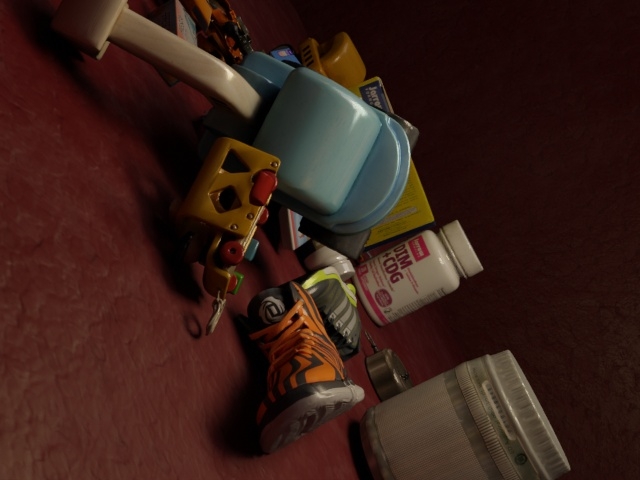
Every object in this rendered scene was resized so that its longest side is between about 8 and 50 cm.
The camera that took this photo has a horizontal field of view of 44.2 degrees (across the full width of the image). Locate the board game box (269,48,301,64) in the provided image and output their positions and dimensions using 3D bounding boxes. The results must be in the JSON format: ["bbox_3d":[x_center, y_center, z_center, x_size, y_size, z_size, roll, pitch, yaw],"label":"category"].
[{"bbox_3d":[-0.063,-0.237,1.530,0.160,0.047,0.210,56,-32,27],"label":"board game box"}]

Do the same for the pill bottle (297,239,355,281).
[{"bbox_3d":[0.000,0.000,1.497,0.169,0.094,0.094,65,11,16],"label":"pill bottle"}]

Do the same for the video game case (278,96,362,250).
[{"bbox_3d":[0.007,-0.127,1.416,0.285,0.025,0.204,-35,125,-51],"label":"video game case"}]

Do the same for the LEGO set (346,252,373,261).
[{"bbox_3d":[0.058,-0.011,1.990,0.182,0.060,0.244,54,5,26],"label":"LEGO set"}]

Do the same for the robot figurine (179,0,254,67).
[{"bbox_3d":[-0.204,-0.399,1.486,0.291,0.085,0.211,59,-11,-14],"label":"robot figurine"}]

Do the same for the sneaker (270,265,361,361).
[{"bbox_3d":[0.008,0.120,1.221,0.300,0.111,0.121,29,39,-67],"label":"sneaker"}]

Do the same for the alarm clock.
[{"bbox_3d":[0.135,0.262,1.577,0.192,0.064,0.129,61,11,11],"label":"alarm clock"}]

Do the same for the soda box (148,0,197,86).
[{"bbox_3d":[-0.241,-0.328,1.291,0.063,0.058,0.183,53,14,-38],"label":"soda box"}]

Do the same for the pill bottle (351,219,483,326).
[{"bbox_3d":[0.229,0.074,1.869,0.160,0.283,0.160,58,11,-18],"label":"pill bottle"}]

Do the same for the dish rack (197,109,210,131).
[{"bbox_3d":[-0.120,-0.154,1.380,0.208,0.074,0.271,60,11,-7],"label":"dish rack"}]

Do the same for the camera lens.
[{"bbox_3d":[0.212,0.316,1.216,0.219,0.274,0.219,58,12,-19],"label":"camera lens"}]

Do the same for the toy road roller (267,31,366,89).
[{"bbox_3d":[0.005,-0.422,2.139,0.202,0.240,0.330,51,18,-43],"label":"toy road roller"}]

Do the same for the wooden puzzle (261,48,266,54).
[{"bbox_3d":[-0.147,-0.499,2.267,0.078,0.014,0.116,49,17,-35],"label":"wooden puzzle"}]

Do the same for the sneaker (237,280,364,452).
[{"bbox_3d":[-0.044,0.142,0.942,0.180,0.124,0.321,60,0,11],"label":"sneaker"}]

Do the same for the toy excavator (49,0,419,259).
[{"bbox_3d":[-0.083,-0.172,1.043,0.433,0.222,0.445,28,-2,6],"label":"toy excavator"}]

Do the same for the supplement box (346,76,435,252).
[{"bbox_3d":[0.110,-0.158,1.769,0.356,0.195,0.194,57,14,-57],"label":"supplement box"}]

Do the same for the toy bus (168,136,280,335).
[{"bbox_3d":[-0.124,-0.020,0.922,0.104,0.191,0.202,23,17,0],"label":"toy bus"}]
